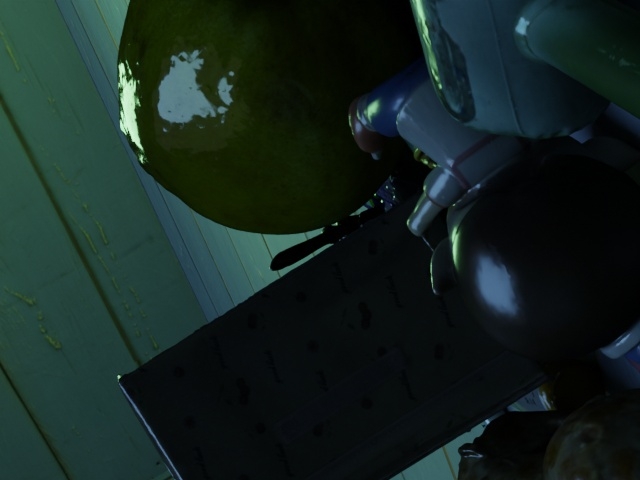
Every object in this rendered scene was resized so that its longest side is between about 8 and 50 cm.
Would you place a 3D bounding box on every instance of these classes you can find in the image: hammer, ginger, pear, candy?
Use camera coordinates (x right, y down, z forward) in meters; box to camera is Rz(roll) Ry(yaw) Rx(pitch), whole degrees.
[{"bbox_3d":[0.000,0.000,1.434,0.178,0.065,0.021,-23,-88,-66],"label":"hammer"},{"bbox_3d":[0.166,-0.105,0.910,0.335,0.119,0.206,40,159,44],"label":"hammer"},{"bbox_3d":[0.246,0.270,1.363,0.256,0.176,0.375,9,132,52],"label":"ginger"},{"bbox_3d":[-0.046,-0.140,1.417,0.269,0.269,0.321,56,163,22],"label":"pear"},{"bbox_3d":[0.053,-0.073,1.640,0.088,0.061,0.312,63,170,-23],"label":"candy"}]

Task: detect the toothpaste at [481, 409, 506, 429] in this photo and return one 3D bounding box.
[{"bbox_3d":[0.196,0.206,1.823,0.218,0.033,0.052,55,174,2],"label":"toothpaste"}]

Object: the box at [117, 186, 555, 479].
[{"bbox_3d":[0.006,0.124,1.436,0.190,0.297,0.225,59,172,7],"label":"box"}]

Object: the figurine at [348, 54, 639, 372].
[{"bbox_3d":[0.143,-0.018,1.142,0.275,0.161,0.158,60,-167,10],"label":"figurine"}]

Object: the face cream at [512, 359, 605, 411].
[{"bbox_3d":[0.198,0.128,1.524,0.072,0.051,0.182,62,169,-5],"label":"face cream"}]
